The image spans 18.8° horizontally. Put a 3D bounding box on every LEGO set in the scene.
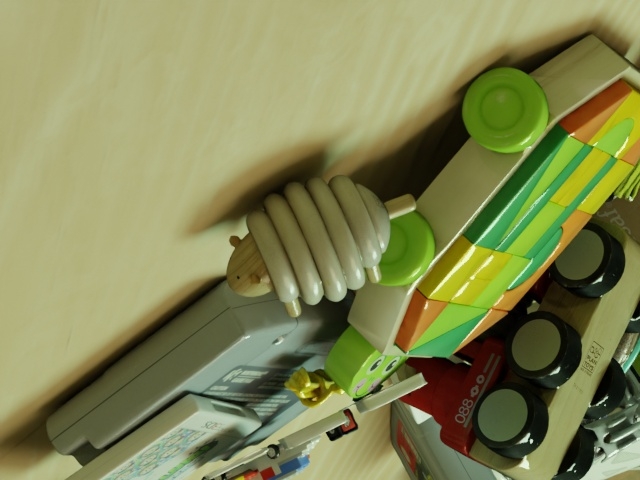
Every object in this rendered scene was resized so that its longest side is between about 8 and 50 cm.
[{"bbox_3d":[-0.007,0.171,1.554,0.182,0.060,0.244,-25,175,-8],"label":"LEGO set"}]

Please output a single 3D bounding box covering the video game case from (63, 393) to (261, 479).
[{"bbox_3d":[-0.130,0.168,1.427,0.157,0.019,0.143,-35,163,9],"label":"video game case"}]

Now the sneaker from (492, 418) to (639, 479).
[{"bbox_3d":[0.279,0.264,2.377,0.257,0.169,0.447,-23,163,-37],"label":"sneaker"}]

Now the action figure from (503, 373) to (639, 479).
[{"bbox_3d":[0.253,0.187,2.036,0.185,0.099,0.285,-14,-173,6],"label":"action figure"}]

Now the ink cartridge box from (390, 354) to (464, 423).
[{"bbox_3d":[0.131,0.093,1.873,0.145,0.045,0.179,-30,145,-6],"label":"ink cartridge box"}]

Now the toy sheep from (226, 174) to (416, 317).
[{"bbox_3d":[0.000,0.000,1.248,0.132,0.091,0.091,-27,163,-6],"label":"toy sheep"}]

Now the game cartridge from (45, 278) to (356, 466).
[{"bbox_3d":[-0.063,0.100,1.482,0.198,0.062,0.297,-41,162,13],"label":"game cartridge"}]

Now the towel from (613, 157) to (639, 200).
[{"bbox_3d":[0.287,-0.121,1.467,0.102,0.021,0.237,-57,177,-30],"label":"towel"}]

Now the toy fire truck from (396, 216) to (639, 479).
[{"bbox_3d":[0.142,0.072,1.622,0.158,0.246,0.217,33,81,-52],"label":"toy fire truck"}]

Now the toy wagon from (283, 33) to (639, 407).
[{"bbox_3d":[0.110,0.002,1.406,0.344,0.068,0.267,-51,160,11],"label":"toy wagon"}]

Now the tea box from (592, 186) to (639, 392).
[{"bbox_3d":[0.405,0.082,1.800,0.220,0.329,0.323,-31,164,-1],"label":"tea box"}]

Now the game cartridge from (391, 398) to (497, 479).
[{"bbox_3d":[0.142,0.261,2.069,0.060,0.196,0.294,-31,163,-8],"label":"game cartridge"}]

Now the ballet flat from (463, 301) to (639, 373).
[{"bbox_3d":[0.189,0.112,1.744,0.316,0.106,0.108,125,-14,-65],"label":"ballet flat"}]

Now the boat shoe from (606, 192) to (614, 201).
[{"bbox_3d":[0.234,-0.049,1.622,0.046,0.038,0.125,-36,163,13],"label":"boat shoe"}]
